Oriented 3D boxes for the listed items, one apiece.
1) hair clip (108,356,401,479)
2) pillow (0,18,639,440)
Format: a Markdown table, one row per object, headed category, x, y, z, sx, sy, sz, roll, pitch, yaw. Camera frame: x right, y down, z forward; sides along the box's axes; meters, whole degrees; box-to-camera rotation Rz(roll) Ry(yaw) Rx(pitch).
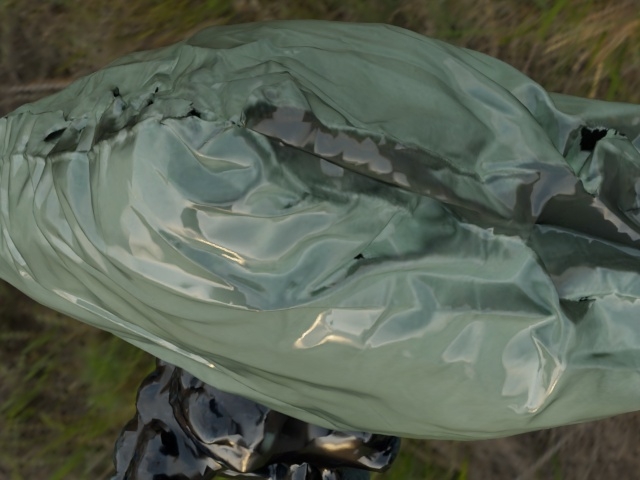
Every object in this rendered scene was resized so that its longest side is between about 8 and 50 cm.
| category | x | y | z | sx | sy | sz | roll | pitch | yaw |
| --- | --- | --- | --- | --- | --- | --- | --- | --- | --- |
| hair clip | -0.028 | 0.024 | 0.966 | 0.195 | 0.310 | 0.206 | 10 | 158 | -22 |
| pillow | 0.000 | 0.000 | 0.697 | 0.310 | 0.283 | 0.138 | -9 | 67 | 63 |
